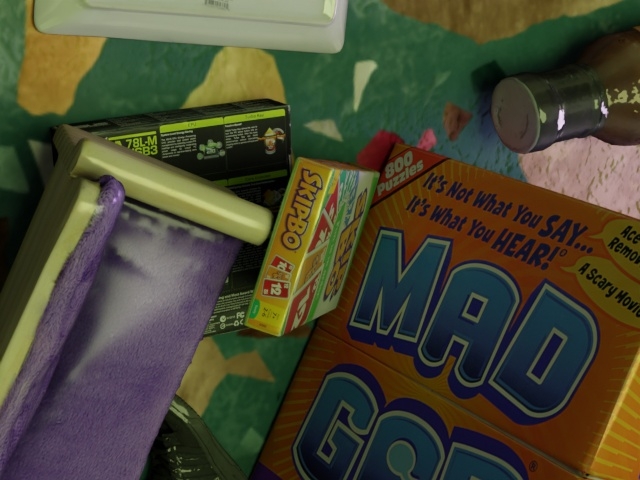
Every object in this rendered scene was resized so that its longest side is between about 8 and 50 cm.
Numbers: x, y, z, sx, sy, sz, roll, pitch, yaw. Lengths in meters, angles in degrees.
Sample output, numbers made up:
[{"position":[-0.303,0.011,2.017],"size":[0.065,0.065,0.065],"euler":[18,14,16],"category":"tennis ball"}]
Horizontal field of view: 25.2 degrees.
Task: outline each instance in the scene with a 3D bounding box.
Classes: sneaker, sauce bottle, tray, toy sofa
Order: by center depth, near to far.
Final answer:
[{"position":[-0.174,0.114,1.010],"size":[0.150,0.177,0.362],"euler":[22,98,-21],"category":"toy sofa"},{"position":[-0.083,-0.221,1.096],"size":[0.270,0.030,0.145],"euler":[-1,105,-32],"category":"tray"},{"position":[-0.119,0.198,1.181],"size":[0.089,0.051,0.170],"euler":[-47,126,-18],"category":"sneaker"},{"position":[0.314,-0.146,1.314],"size":[0.344,0.111,0.111],"euler":[-17,112,-28],"category":"sauce bottle"}]

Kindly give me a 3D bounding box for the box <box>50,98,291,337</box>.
[{"position":[-0.112,-0.011,1.131],"size":[0.191,0.045,0.184],"euler":[-12,107,-28],"category":"box"}]

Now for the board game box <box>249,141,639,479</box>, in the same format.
[{"position":[0.219,0.171,1.198],"size":[0.356,0.356,0.356],"euler":[22,92,-35],"category":"board game box"}]

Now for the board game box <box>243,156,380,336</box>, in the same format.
[{"position":[0.000,0.000,1.105],"size":[0.039,0.259,0.124],"euler":[19,95,6],"category":"board game box"}]
